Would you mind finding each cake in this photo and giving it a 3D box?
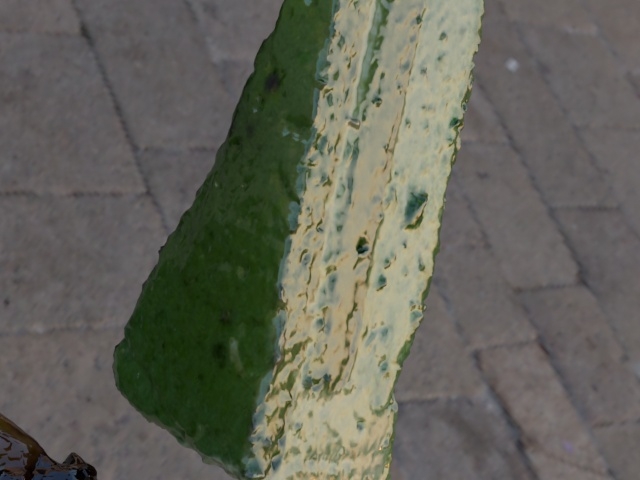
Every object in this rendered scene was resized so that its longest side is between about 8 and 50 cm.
[{"bbox_3d":[0.015,-0.009,0.554,0.100,0.235,0.099,9,24,-48],"label":"cake"}]

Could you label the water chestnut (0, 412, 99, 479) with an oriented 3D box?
[{"bbox_3d":[-0.242,0.096,0.522,0.244,0.289,0.289,42,39,7],"label":"water chestnut"}]
